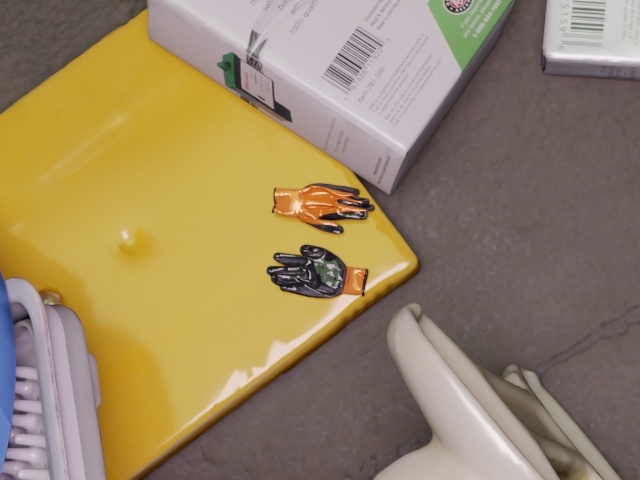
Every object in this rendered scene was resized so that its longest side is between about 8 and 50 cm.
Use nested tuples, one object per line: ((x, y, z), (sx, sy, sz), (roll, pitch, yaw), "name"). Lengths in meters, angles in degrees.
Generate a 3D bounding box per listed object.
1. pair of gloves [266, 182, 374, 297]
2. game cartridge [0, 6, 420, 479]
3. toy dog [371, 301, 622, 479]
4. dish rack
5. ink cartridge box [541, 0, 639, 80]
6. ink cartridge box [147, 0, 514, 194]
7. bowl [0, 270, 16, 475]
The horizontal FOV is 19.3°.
((0.000, 0.000, 1.358), (0.074, 0.010, 0.083), (4, 84, 5), "pair of gloves")
((-0.135, 0.004, 1.401), (0.323, 0.053, 0.285), (-36, 79, -2), "game cartridge")
((0.041, 0.306, 1.229), (0.408, 0.284, 0.395), (-41, 71, 11), "toy dog")
((-0.212, 0.219, 1.262), (0.285, 0.072, 0.333), (-38, 55, 44), "dish rack")
((0.292, -0.251, 1.377), (0.239, 0.060, 0.275), (5, 82, 7), "ink cartridge box")
((0.006, -0.164, 1.356), (0.219, 0.092, 0.160), (34, 71, 6), "ink cartridge box")
((-0.366, 0.133, 1.287), (0.391, 0.077, 0.391), (-18, 61, 36), "bowl")
